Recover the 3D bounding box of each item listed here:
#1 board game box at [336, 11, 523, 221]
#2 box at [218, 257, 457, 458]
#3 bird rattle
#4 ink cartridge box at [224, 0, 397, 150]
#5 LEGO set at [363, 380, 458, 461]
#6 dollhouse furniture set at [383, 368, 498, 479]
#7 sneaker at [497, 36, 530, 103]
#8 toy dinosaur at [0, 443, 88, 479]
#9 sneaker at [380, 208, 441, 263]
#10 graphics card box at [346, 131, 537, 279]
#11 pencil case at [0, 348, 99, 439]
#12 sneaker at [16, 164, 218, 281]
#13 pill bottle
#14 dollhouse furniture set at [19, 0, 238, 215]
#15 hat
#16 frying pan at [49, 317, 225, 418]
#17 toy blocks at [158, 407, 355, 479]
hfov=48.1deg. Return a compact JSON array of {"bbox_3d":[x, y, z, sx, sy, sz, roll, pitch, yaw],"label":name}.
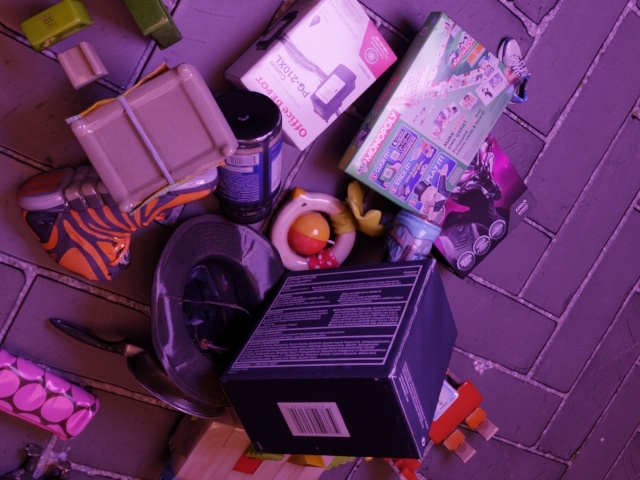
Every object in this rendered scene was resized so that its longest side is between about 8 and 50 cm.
[{"bbox_3d":[0.198,-0.212,1.284,0.214,0.046,0.317,30,95,-27],"label":"board game box"},{"bbox_3d":[0.045,0.191,1.190,0.294,0.297,0.182,-59,135,-49],"label":"box"},{"bbox_3d":[0.000,0.000,1.363,0.207,0.143,0.253,21,113,-18],"label":"bird rattle"},{"bbox_3d":[-0.017,-0.297,1.223,0.237,0.100,0.172,-45,121,-3],"label":"ink cartridge box"},{"bbox_3d":[0.140,0.348,1.505,0.244,0.182,0.060,-49,166,11],"label":"LEGO set"},{"bbox_3d":[0.256,0.421,1.608,0.259,0.135,0.262,-43,121,-5],"label":"dollhouse furniture set"},{"bbox_3d":[0.392,-0.336,1.425,0.052,0.058,0.135,-23,117,-16],"label":"sneaker"},{"bbox_3d":[-0.512,0.476,1.302,0.314,0.121,0.160,25,109,-35],"label":"toy dinosaur"},{"bbox_3d":[0.146,0.025,1.353,0.104,0.262,0.125,27,80,7],"label":"sneaker"},{"bbox_3d":[0.250,-0.123,1.421,0.233,0.094,0.371,-44,122,-4],"label":"graphics card box"},{"bbox_3d":[-0.489,0.271,1.229,0.209,0.095,0.098,35,57,-29],"label":"pencil case"},{"bbox_3d":[-0.306,-0.038,1.160,0.321,0.124,0.180,-7,125,8],"label":"sneaker"},{"bbox_3d":[-0.125,-0.129,1.186,0.123,0.122,0.219,-18,146,-18],"label":"pill bottle"},{"bbox_3d":[-0.271,-0.215,1.068,0.198,0.151,0.301,-28,99,-1],"label":"dollhouse furniture set"},{"bbox_3d":[-0.198,0.125,1.260,0.331,0.134,0.331,13,71,-43],"label":"hat"},{"bbox_3d":[-0.301,0.210,1.282,0.326,0.197,0.053,34,95,13],"label":"frying pan"},{"bbox_3d":[-0.163,0.451,1.420,0.382,0.190,0.260,25,109,-31],"label":"toy blocks"}]
